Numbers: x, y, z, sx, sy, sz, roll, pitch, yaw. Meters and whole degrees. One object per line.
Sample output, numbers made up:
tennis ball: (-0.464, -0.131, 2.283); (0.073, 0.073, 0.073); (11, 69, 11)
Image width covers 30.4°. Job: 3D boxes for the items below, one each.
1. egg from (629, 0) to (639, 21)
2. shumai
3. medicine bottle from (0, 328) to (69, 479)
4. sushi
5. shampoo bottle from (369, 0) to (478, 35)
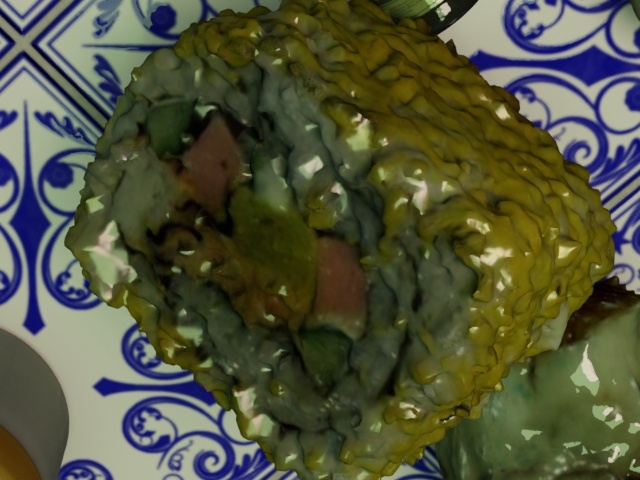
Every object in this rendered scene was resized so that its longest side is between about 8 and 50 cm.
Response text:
egg: (0.352, -0.274, 0.979); (0.187, 0.186, 0.253); (21, 107, -11)
shumai: (0.251, 0.202, 1.125); (0.324, 0.397, 0.323); (-14, 81, -18)
medicine bottle: (-0.368, 0.222, 1.107); (0.238, 0.232, 0.237); (-1, 110, -4)
sushi: (0.000, 0.000, 0.971); (0.396, 0.240, 0.351); (43, 125, 14)
shampoo bottle: (0.025, -0.300, 0.997); (0.101, 0.101, 0.284); (-36, 109, 10)
